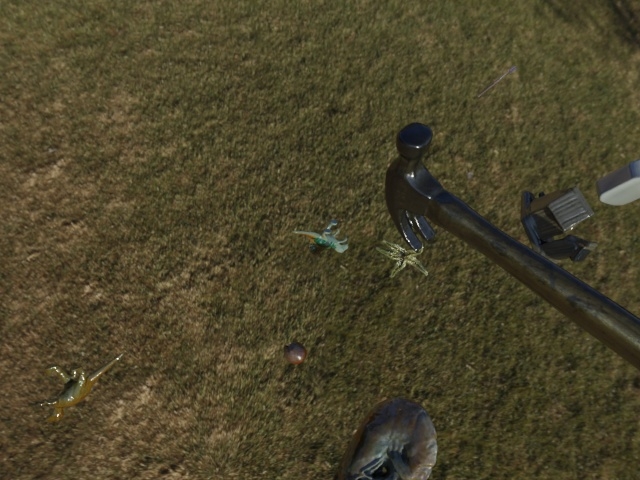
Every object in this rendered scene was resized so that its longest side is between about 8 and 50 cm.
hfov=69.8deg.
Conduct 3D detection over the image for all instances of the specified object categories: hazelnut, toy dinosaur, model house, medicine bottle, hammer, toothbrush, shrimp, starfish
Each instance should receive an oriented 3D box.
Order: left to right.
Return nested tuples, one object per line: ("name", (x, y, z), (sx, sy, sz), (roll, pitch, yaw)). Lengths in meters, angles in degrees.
("toy dinosaur", (-0.461, 0.288, 0.894), (0.161, 0.127, 0.039), (-7, 25, -19))
("hazelnut", (-0.090, 0.394, 1.616), (0.086, 0.086, 0.087), (5, 62, -10))
("toy dinosaur", (0.001, 0.003, 1.252), (0.187, 0.106, 0.044), (-14, 49, -30))
("shrimp", (0.122, 0.470, 0.940), (0.168, 0.077, 0.317), (32, 93, 37))
("starfish", (0.308, 0.067, 1.723), (0.223, 0.217, 0.050), (36, 35, 3))
("toothbrush", (0.385, -0.346, 1.004), (0.006, 0.097, 0.008), (-8, 68, -49))
("model house", (0.644, -0.046, 1.238), (0.122, 0.188, 0.230), (-20, 87, -30))
("hammer", (0.237, 0.051, 0.447), (0.044, 0.168, 0.440), (-40, 63, -20))
("medicine bottle", (0.803, -0.155, 1.156), (0.119, 0.183, 0.070), (7, 69, -16))
